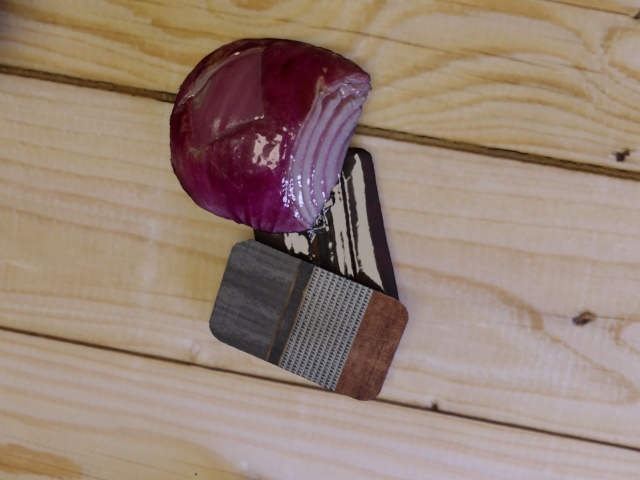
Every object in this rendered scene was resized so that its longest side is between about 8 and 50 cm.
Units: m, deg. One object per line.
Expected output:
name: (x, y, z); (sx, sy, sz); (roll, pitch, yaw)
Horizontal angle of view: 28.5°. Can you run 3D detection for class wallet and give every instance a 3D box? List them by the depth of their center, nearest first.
wallet: (0.000, 0.000, 1.662); (0.182, 0.049, 0.229); (-8, 98, 13)

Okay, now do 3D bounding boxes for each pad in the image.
pad: (-0.048, 0.182, 1.671); (0.250, 0.055, 0.323); (22, 98, 5)

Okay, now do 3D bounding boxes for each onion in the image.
onion: (-0.087, -0.143, 1.593); (0.248, 0.111, 0.250); (20, 96, 12)
